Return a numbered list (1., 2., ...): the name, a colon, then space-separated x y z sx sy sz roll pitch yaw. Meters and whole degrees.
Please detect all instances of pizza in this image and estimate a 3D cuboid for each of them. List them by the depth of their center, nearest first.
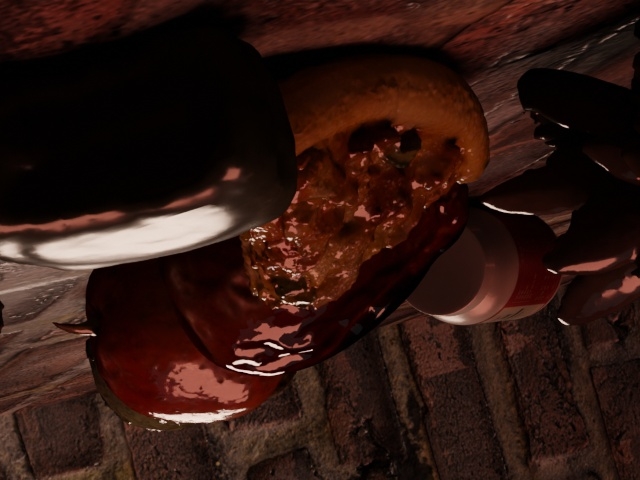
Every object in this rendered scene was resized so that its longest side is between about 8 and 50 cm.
1. pizza: 0.016 -0.030 1.095 0.292 0.058 0.197 4 123 -57

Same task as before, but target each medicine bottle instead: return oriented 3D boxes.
1. medicine bottle: 0.176 0.027 1.930 0.131 0.131 0.250 -18 173 24

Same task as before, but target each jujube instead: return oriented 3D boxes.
1. jujube: 0.000 0.000 1.251 0.236 0.168 0.168 -24 175 -13

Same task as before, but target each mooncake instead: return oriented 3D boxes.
1. mooncake: -0.101 -0.046 0.891 0.175 0.104 0.168 -9 174 -27

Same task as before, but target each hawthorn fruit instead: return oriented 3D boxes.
1. hawthorn fruit: -0.128 0.072 1.490 0.200 0.179 0.179 -8 171 -23

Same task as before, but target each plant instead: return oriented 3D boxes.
1. plant: 0.267 -0.061 1.154 0.194 0.181 0.321 10 159 -42

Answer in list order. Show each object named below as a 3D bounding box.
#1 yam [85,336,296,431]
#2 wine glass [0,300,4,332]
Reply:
1. yam: -0.124 0.102 1.770 0.168 0.168 0.304 -11 173 -27
2. wine glass: -0.337 0.081 1.412 0.103 0.103 0.222 -11 171 -31
